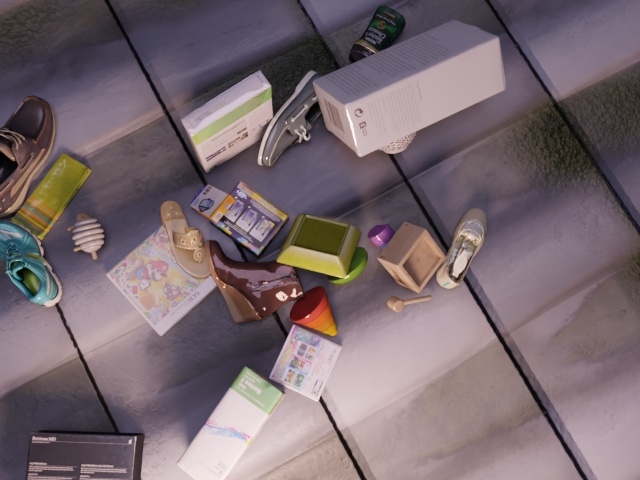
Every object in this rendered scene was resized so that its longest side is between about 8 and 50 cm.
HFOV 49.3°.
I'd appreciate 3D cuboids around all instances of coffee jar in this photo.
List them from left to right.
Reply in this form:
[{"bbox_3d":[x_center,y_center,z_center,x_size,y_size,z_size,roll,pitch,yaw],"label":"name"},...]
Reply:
[{"bbox_3d":[0.162,-0.580,2.012,0.096,0.079,0.184,31,79,6],"label":"coffee jar"}]

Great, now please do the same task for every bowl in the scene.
[{"bbox_3d":[0.201,-0.294,1.935,0.170,0.080,0.170,-12,36,9],"label":"bowl"}]

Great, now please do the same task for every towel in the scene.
[{"bbox_3d":[-0.741,-0.124,1.920,0.102,0.021,0.237,31,78,5],"label":"towel"}]

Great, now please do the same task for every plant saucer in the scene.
[{"bbox_3d":[0.000,0.000,1.838,0.188,0.045,0.188,14,44,9],"label":"plant saucer"}]

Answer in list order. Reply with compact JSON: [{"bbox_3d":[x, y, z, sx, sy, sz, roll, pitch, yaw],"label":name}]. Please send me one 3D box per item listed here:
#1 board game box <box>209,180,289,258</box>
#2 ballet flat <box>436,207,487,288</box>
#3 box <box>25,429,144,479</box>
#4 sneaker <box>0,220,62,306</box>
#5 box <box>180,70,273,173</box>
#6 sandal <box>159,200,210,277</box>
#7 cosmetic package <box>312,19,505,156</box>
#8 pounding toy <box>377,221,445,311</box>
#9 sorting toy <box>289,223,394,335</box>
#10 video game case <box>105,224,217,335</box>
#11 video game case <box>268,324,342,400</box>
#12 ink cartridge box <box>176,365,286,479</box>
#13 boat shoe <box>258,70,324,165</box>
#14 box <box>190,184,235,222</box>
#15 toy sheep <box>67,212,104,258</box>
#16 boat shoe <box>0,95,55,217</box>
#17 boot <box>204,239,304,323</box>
[{"bbox_3d":[-0.194,-0.057,1.903,0.170,0.048,0.141,36,77,7],"label":"board game box"},{"bbox_3d":[0.393,0.017,1.883,0.086,0.086,0.248,25,78,4],"label":"ballet flat"},{"bbox_3d":[-0.583,0.569,1.727,0.261,0.103,0.184,3,80,0],"label":"box"},{"bbox_3d":[-0.780,0.055,1.828,0.107,0.110,0.275,-40,80,1],"label":"sneaker"},{"bbox_3d":[-0.232,-0.299,1.817,0.232,0.322,0.058,-34,84,-9],"label":"box"},{"bbox_3d":[-0.359,-0.015,1.855,0.088,0.079,0.240,-21,71,-30],"label":"sandal"},{"bbox_3d":[0.237,-0.418,1.873,0.453,0.161,0.230,-26,35,-9],"label":"cosmetic package"},{"bbox_3d":[0.228,0.089,1.851,0.206,0.181,0.094,-51,39,-12],"label":"pounding toy"},{"bbox_3d":[0.086,0.119,1.860,0.365,0.127,0.126,-45,111,-12],"label":"sorting toy"},{"bbox_3d":[-0.424,0.105,1.873,0.206,0.026,0.227,-42,81,-10],"label":"video game case"},{"bbox_3d":[-0.040,0.321,1.837,0.143,0.019,0.157,24,79,4],"label":"video game case"},{"bbox_3d":[-0.212,0.457,1.709,0.117,0.201,0.278,34,79,7],"label":"ink cartridge box"},{"bbox_3d":[-0.063,-0.328,1.934,0.099,0.116,0.319,29,73,8],"label":"boat shoe"},{"bbox_3d":[-0.297,-0.103,1.892,0.081,0.028,0.136,-51,40,-11],"label":"box"},{"bbox_3d":[-0.623,-0.013,1.868,0.091,0.091,0.132,-19,92,-5],"label":"toy sheep"},{"bbox_3d":[-0.825,-0.236,1.887,0.132,0.130,0.355,14,78,2],"label":"boat shoe"},{"bbox_3d":[-0.175,0.080,1.844,0.207,0.090,0.248,-24,91,2],"label":"boot"}]
